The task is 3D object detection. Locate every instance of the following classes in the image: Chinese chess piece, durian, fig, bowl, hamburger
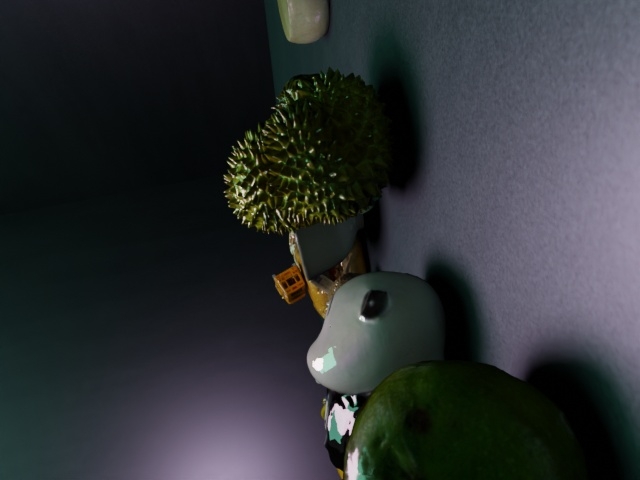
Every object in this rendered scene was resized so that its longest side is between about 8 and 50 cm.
[{"bbox_3d":[-0.045,-0.561,1.022,0.238,0.092,0.238,169,90,-85],"label":"Chinese chess piece"},{"bbox_3d":[-0.004,-0.122,0.720,0.224,0.291,0.291,39,179,-8],"label":"durian"},{"bbox_3d":[0.135,0.210,0.439,0.235,0.202,0.203,34,-140,-67],"label":"fig"},{"bbox_3d":[0.007,-0.069,0.977,0.289,0.146,0.290,167,90,-89],"label":"bowl"},{"bbox_3d":[0.033,0.072,1.181,0.244,0.162,0.245,161,90,-81],"label":"hamburger"}]

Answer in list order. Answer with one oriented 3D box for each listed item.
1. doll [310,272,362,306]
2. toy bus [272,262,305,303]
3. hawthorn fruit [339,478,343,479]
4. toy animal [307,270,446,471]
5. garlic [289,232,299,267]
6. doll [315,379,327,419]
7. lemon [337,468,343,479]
[{"bbox_3d":[0.073,0.134,1.002,0.105,0.115,0.221,21,-165,-48],"label":"doll"},{"bbox_3d":[-0.077,0.118,1.202,0.074,0.069,0.162,57,170,14],"label":"toy bus"},{"bbox_3d":[0.054,0.536,0.578,0.472,0.470,0.473,169,90,-84],"label":"hawthorn fruit"},{"bbox_3d":[0.083,0.179,0.647,0.212,0.212,0.267,141,116,-83],"label":"toy animal"},{"bbox_3d":[0.000,0.000,1.500,0.142,0.177,0.230,28,-117,-58],"label":"garlic"},{"bbox_3d":[0.099,0.479,1.522,0.243,0.159,0.311,-89,18,-50],"label":"doll"},{"bbox_3d":[0.114,0.399,0.884,0.188,0.188,0.257,-112,11,-60],"label":"lemon"}]
